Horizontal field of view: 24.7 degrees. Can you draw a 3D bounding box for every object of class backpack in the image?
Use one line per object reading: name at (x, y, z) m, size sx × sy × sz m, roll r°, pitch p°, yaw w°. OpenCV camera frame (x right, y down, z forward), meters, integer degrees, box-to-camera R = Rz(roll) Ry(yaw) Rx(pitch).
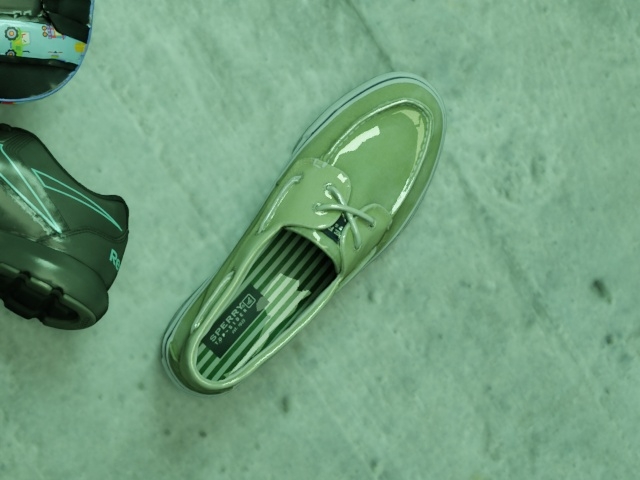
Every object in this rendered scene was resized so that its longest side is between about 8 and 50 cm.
backpack at (-0.245, -0.168, 1.000) m, size 0.173 × 0.117 × 0.158 m, roll 6°, pitch 91°, yaw -16°

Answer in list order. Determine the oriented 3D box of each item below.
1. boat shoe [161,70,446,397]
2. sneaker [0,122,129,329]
boat shoe at (0.000, 0.000, 1.092) m, size 0.109 × 0.094 × 0.302 m, roll 39°, pitch 82°, yaw -14°
sneaker at (-0.258, -0.037, 1.030) m, size 0.267 × 0.101 × 0.106 m, roll 31°, pitch 62°, yaw -15°
